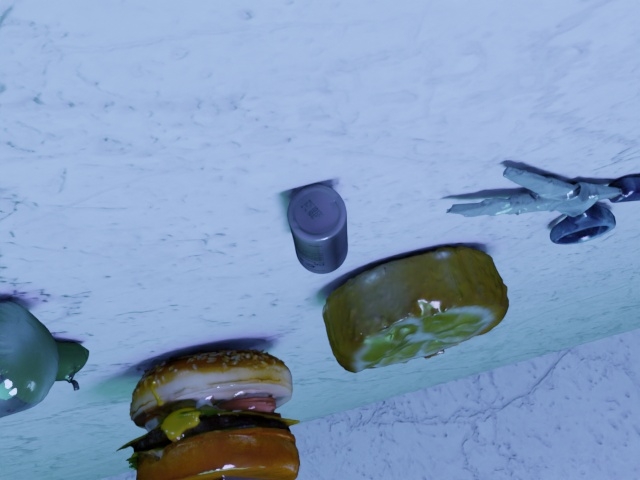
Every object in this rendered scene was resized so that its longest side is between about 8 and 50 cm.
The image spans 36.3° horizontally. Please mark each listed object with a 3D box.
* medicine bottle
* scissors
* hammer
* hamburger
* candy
[{"bbox_3d":[0.000,0.000,0.999,0.057,0.058,0.199,-14,165,-2],"label":"medicine bottle"},{"bbox_3d":[0.301,-0.051,1.144,0.383,0.029,0.256,3,156,-44],"label":"scissors"},{"bbox_3d":[-0.357,0.150,1.125,0.206,0.119,0.335,-16,171,11],"label":"hammer"},{"bbox_3d":[-0.168,0.292,1.540,0.290,0.225,0.291,-10,157,-4],"label":"hamburger"},{"bbox_3d":[0.131,0.097,1.341,0.259,0.118,0.260,-15,162,-5],"label":"candy"}]
